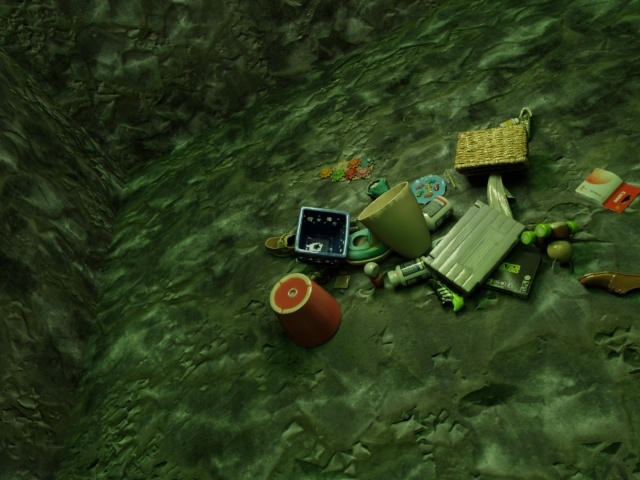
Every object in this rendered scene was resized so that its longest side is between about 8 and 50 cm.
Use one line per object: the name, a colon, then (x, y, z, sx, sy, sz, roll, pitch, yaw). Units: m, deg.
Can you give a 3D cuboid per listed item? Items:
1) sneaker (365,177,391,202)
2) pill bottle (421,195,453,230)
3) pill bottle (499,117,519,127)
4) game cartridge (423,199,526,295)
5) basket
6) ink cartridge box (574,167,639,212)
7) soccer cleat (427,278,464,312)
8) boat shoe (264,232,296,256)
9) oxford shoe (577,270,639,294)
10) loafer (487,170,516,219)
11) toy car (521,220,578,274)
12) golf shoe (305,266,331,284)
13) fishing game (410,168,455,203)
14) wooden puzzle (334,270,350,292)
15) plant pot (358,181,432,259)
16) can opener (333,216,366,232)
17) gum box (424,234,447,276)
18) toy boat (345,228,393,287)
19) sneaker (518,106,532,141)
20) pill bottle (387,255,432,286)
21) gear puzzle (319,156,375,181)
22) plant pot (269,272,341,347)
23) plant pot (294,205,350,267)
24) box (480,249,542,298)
sneaker: (0.321, -0.208, 2.036, 0.124, 0.178, 0.295, -43, 43, -2)
pill bottle: (0.502, -0.107, 1.903, 0.180, 0.108, 0.108, -41, 44, -8)
pill bottle: (0.943, -0.579, 2.100, 0.083, 0.043, 0.043, -25, 45, 9)
game cartridge: (0.609, 0.027, 1.667, 0.355, 0.068, 0.230, -46, 62, -8)
basket: (0.770, -0.356, 1.889, 0.299, 0.213, 0.223, -3, 55, 27)
ink cartridge box: (1.136, -0.201, 1.666, 0.145, 0.045, 0.179, -43, 42, -9)
soccer cleat: (0.486, 0.217, 1.671, 0.072, 0.060, 0.179, -44, 48, -8)
boat shoe: (-0.155, 0.011, 2.171, 0.324, 0.120, 0.122, 3, 55, 32)
oxford shoe: (0.998, 0.147, 1.428, 0.212, 0.076, 0.076, -2, 63, 30)
loafer: (0.777, -0.167, 1.803, 0.112, 0.112, 0.319, -3, 59, 21)
toy car: (0.871, 0.036, 1.558, 0.155, 0.149, 0.188, -5, 71, -16)
golf shoe: (-0.045, 0.189, 1.999, 0.198, 0.077, 0.094, -29, 33, -4)
fishing game: (0.520, -0.257, 2.070, 0.264, 0.041, 0.189, -19, 47, 19)
wooden puzzle: (0.101, 0.191, 1.947, 0.079, 0.014, 0.116, 1, 53, 36)
plant pot: (0.344, -0.063, 1.786, 0.256, 0.274, 0.256, -38, 8, 6)
can opener: (0.177, -0.086, 2.116, 0.284, 0.075, 0.095, -5, 19, 27)
gum box: (0.545, 0.052, 1.789, 0.184, 0.041, 0.157, -27, 44, 8)
toy boat: (0.227, 0.057, 1.892, 0.268, 0.148, 0.318, -19, 46, 14)
sneaker: (0.983, -0.562, 2.031, 0.064, 0.086, 0.192, 2, 55, 31)
pill bottle: (0.375, 0.136, 1.777, 0.170, 0.094, 0.094, -22, 45, 11)
gear puzzle: (0.142, -0.415, 2.420, 0.339, 0.044, 0.175, -1, 53, 29)
plant pot: (-0.075, 0.284, 1.804, 0.275, 0.243, 0.274, -15, 47, 17)
plant pot: (0.000, 0.000, 1.947, 0.236, 0.212, 0.235, 8, 66, -4)
box: (0.728, 0.119, 1.625, 0.191, 0.045, 0.184, 15, 64, 37)
